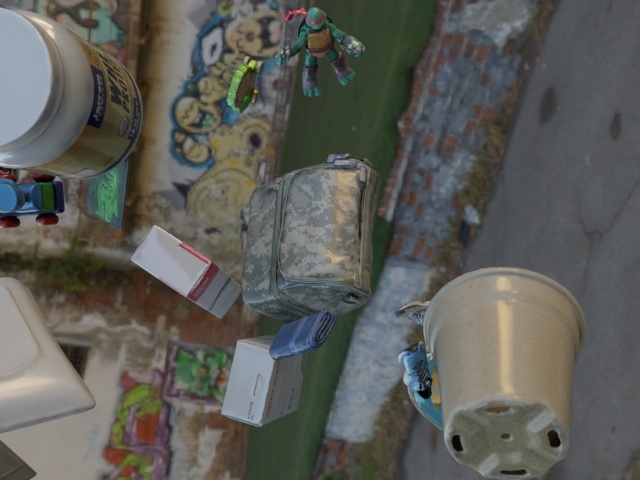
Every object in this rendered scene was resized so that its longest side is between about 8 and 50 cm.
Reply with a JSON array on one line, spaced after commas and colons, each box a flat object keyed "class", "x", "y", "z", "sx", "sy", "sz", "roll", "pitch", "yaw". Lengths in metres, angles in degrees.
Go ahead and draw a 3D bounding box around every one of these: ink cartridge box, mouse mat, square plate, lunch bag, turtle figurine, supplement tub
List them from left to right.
[{"class": "square plate", "x": -0.471, "y": 0.127, "z": 0.840, "sx": 0.344, "sy": 0.347, "sz": 0.049, "roll": 33, "pitch": 125, "yaw": 51}, {"class": "supplement tub", "x": -0.429, "y": -0.217, "z": 1.161, "sx": 0.316, "sy": 0.228, "sz": 0.228, "roll": -1, "pitch": -82, "yaw": -83}, {"class": "mouse mat", "x": -0.484, "y": -0.133, "z": 1.715, "sx": 0.153, "sy": 0.007, "sz": 0.189, "roll": 27, "pitch": 116, "yaw": 36}, {"class": "ink cartridge box", "x": -0.275, "y": 0.070, "z": 1.590, "sx": 0.092, "sy": 0.159, "sz": 0.218, "roll": -57, "pitch": -19, "yaw": -7}, {"class": "ink cartridge box", "x": -0.107, "y": 0.279, "z": 1.544, "sx": 0.212, "sy": 0.093, "sz": 0.154, "roll": 10, "pitch": -88, "yaw": -74}, {"class": "lunch bag", "x": 0.000, "y": 0.000, "z": 1.521, "sx": 0.256, "sy": 0.213, "sz": 0.305, "roll": -16, "pitch": 58, "yaw": 38}, {"class": "turtle figurine", "x": 0.001, "y": -0.386, "z": 1.507, "sx": 0.234, "sy": 0.175, "sz": 0.118, "roll": 70, "pitch": -163, "yaw": -67}]

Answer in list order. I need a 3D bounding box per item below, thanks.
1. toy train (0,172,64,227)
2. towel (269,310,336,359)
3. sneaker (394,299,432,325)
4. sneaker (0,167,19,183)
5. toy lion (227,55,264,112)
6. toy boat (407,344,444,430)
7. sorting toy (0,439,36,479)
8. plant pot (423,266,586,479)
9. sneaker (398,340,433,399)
[{"class": "toy train", "x": -0.625, "y": -0.074, "z": 1.417, "sx": 0.143, "sy": 0.248, "sz": 0.105, "roll": -9, "pitch": -84, "yaw": -75}, {"class": "towel", "x": -0.027, "y": 0.144, "z": 1.123, "sx": 0.119, "sy": 0.029, "sz": 0.067, "roll": -25, "pitch": 27, "yaw": 49}, {"class": "sneaker", "x": 0.246, "y": 0.183, "z": 1.873, "sx": 0.052, "sy": 0.135, "sz": 0.058, "roll": -52, "pitch": 50, "yaw": 54}, {"class": "sneaker", "x": -0.685, "y": -0.197, "z": 1.629, "sx": 0.146, "sy": 0.122, "sz": 0.330, "roll": 41, "pitch": 114, "yaw": 33}, {"class": "toy lion", "x": -0.129, "y": -0.251, "z": 1.250, "sx": 0.100, "sy": 0.034, "sz": 0.096, "roll": 106, "pitch": -171, "yaw": -50}, {"class": "toy boat", "x": 0.368, "y": 0.323, "z": 1.865, "sx": 0.318, "sy": 0.267, "sz": 0.148, "roll": -45, "pitch": 21, "yaw": -1}, {"class": "sorting toy", "x": -0.542, "y": 0.328, "z": 1.152, "sx": 0.047, "sy": 0.348, "sz": 0.196, "roll": -48, "pitch": -3, "yaw": -6}, {"class": "plant pot", "x": 0.358, "y": 0.273, "z": 1.465, "sx": 0.305, "sy": 0.334, "sz": 0.333, "roll": -73, "pitch": -4, "yaw": -54}, {"class": "sneaker", "x": 0.208, "y": 0.269, "z": 1.554, "sx": 0.073, "sy": 0.063, "sz": 0.162, "roll": 52, "pitch": 167, "yaw": 42}]
